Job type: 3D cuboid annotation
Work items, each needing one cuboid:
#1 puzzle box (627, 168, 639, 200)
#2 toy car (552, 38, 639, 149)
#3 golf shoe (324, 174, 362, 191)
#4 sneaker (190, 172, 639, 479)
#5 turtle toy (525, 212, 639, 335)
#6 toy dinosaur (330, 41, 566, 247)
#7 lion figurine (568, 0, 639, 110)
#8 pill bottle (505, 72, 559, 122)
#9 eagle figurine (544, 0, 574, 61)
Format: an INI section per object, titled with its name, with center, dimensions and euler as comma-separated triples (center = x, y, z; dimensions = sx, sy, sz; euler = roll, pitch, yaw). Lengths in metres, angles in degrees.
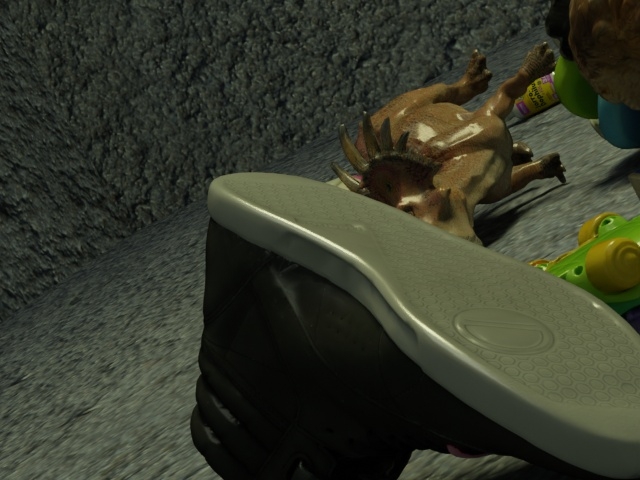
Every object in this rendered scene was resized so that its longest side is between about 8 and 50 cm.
[puzzle box]
center = 0.378, -0.106, 0.991
dimensions = 0.409, 0.052, 0.272
euler = -29, 6, -3
[toy car]
center = 0.267, -0.133, 1.410
dimensions = 0.182, 0.159, 0.136
euler = -25, 45, 6
[golf shoe]
center = 0.000, 0.000, 1.568
dimensions = 0.140, 0.115, 0.306
euler = -24, 9, 17
[sneaker]
center = 0.041, 0.079, 0.854
dimensions = 0.104, 0.147, 0.295
euler = -5, 22, -37
[turtle toy]
center = 0.137, 0.030, 0.896
dimensions = 0.130, 0.066, 0.095
euler = -33, 5, -26
[toy dinosaur]
center = 0.083, -0.070, 1.538
dimensions = 0.200, 0.127, 0.295
euler = -23, 13, -13
[lion figurine]
center = 0.247, -0.135, 0.954
dimensions = 0.240, 0.142, 0.392
euler = -35, 9, 9
[pill bottle]
center = 0.237, -0.164, 2.121
dimensions = 0.083, 0.043, 0.043
euler = -27, 6, 23
[eagle figurine]
center = 0.312, -0.194, 1.203
dimensions = 0.298, 0.226, 0.225
euler = -23, 9, 37
